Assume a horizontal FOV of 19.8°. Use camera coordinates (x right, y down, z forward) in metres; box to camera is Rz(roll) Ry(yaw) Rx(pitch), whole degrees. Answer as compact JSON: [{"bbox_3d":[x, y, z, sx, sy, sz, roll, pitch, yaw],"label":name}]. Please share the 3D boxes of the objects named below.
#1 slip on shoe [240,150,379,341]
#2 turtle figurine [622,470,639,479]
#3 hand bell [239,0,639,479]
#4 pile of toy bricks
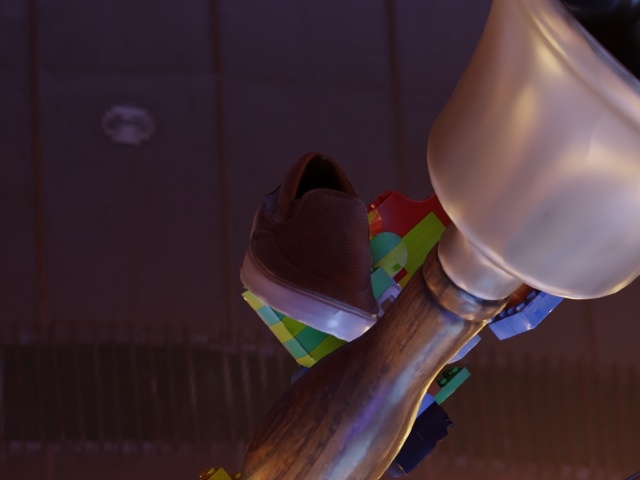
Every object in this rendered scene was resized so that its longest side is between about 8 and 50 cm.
[{"bbox_3d":[0.000,0.000,0.704,0.051,0.041,0.135,24,-167,-8],"label":"slip on shoe"},{"bbox_3d":[0.211,0.011,0.832,0.275,0.266,0.197,-3,-89,-7],"label":"turtle figurine"},{"bbox_3d":[0.035,0.015,0.516,0.126,0.242,0.126,23,-140,-20],"label":"hand bell"},{"bbox_3d":[0.009,0.040,0.799,0.212,0.118,0.105,-42,-84,-26],"label":"pile of toy bricks"}]
